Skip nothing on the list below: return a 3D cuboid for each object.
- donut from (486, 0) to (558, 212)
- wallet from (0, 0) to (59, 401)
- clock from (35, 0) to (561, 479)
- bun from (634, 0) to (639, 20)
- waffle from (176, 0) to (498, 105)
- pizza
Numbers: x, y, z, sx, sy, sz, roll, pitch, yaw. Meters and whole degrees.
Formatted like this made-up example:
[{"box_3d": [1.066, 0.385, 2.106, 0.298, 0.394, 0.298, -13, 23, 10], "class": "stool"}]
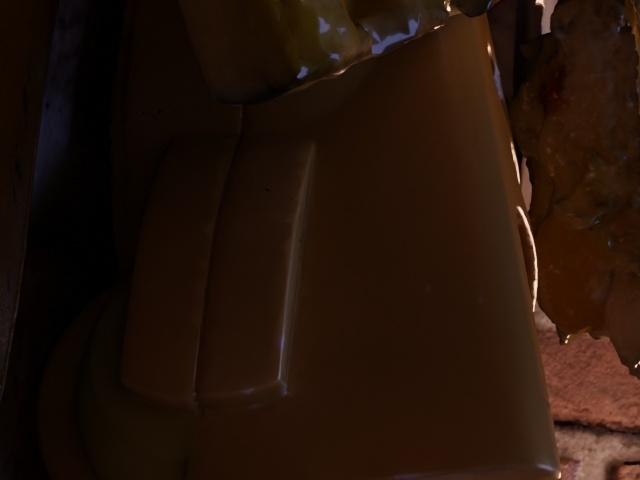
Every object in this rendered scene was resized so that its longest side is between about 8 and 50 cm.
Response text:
[{"box_3d": [0.078, -0.132, 1.182, 0.382, 0.142, 0.382, 4, 90, -79], "class": "donut"}, {"box_3d": [-0.111, -0.057, 0.504, 0.161, 0.042, 0.195, 69, 25, -77], "class": "wallet"}, {"box_3d": [0.000, 0.000, 0.765, 0.244, 0.200, 0.317, 82, 8, -60], "class": "clock"}, {"box_3d": [0.225, -0.233, 1.111, 0.220, 0.134, 0.220, -15, 90, -78], "class": "bun"}, {"box_3d": [0.011, -0.180, 0.633, 0.248, 0.055, 0.221, -28, 101, -49], "class": "waffle"}, {"box_3d": [0.158, -0.031, 1.055, 0.323, 0.089, 0.223, 33, 55, -75], "class": "pizza"}]
